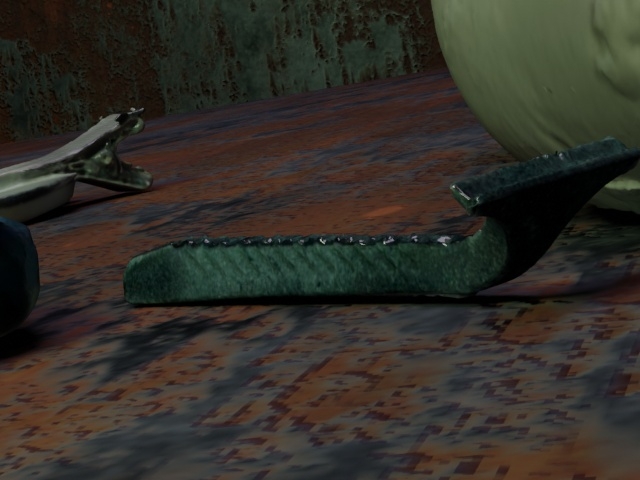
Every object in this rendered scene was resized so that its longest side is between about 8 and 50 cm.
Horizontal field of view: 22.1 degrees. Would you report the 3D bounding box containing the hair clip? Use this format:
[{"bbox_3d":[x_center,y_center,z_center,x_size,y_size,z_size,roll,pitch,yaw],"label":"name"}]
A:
[{"bbox_3d":[-0.207,-0.032,1.001,0.220,0.054,0.140,-17,14,-30],"label":"hair clip"}]

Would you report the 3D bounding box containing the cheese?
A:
[{"bbox_3d":[0.128,-0.089,0.535,0.198,0.154,0.189,-15,3,-33],"label":"cheese"}]

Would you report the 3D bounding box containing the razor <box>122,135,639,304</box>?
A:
[{"bbox_3d":[0.001,0.006,0.475,0.066,0.033,0.190,-17,4,-41],"label":"razor"}]

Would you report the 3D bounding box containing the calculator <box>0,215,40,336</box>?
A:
[{"bbox_3d":[-0.218,0.034,0.464,0.173,0.051,0.293,-2,12,45],"label":"calculator"}]
